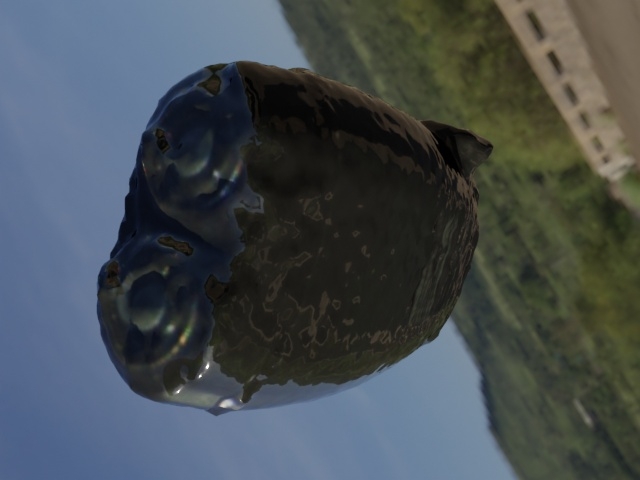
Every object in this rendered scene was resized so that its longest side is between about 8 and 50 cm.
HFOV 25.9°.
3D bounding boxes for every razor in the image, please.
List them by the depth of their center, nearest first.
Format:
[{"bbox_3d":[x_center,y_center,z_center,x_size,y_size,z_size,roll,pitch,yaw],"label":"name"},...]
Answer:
[{"bbox_3d":[0.004,0.001,0.816,0.107,0.189,0.327,19,-172,25],"label":"razor"}]
